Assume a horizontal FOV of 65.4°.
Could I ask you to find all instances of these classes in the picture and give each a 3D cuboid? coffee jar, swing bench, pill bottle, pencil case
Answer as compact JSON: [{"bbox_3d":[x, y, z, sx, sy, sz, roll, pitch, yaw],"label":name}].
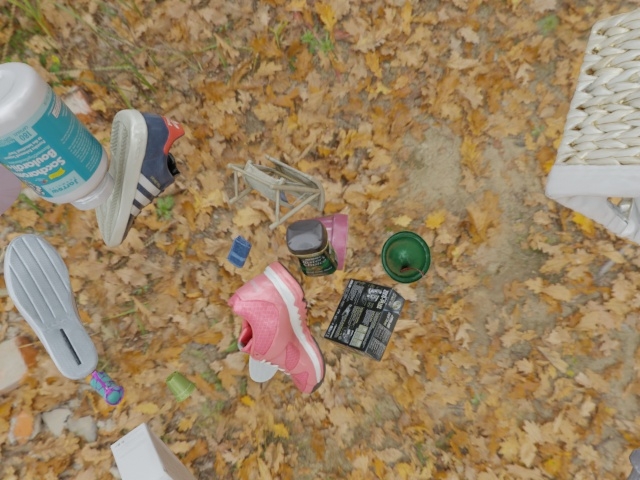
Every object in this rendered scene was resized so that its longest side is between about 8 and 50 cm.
[{"bbox_3d":[-0.019,0.020,1.165,0.096,0.184,0.079,-8,64,9],"label":"coffee jar"},{"bbox_3d":[-0.154,-0.189,1.765,0.254,0.165,0.253,-23,39,-39],"label":"swing bench"},{"bbox_3d":[-0.476,-0.163,0.871,0.146,0.264,0.146,-7,58,12],"label":"pill bottle"},{"bbox_3d":[-0.697,0.480,1.626,0.064,0.151,0.070,-44,125,-28],"label":"pencil case"}]

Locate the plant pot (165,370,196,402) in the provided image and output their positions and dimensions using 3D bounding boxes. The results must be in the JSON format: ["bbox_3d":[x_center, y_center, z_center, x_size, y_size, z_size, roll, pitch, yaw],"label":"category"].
[{"bbox_3d":[-0.470,0.478,1.654,0.083,0.083,0.079,-37,105,-6],"label":"plant pot"}]

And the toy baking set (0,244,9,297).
[{"bbox_3d":[-1.003,0.091,1.609,0.030,0.256,0.197,23,106,43],"label":"toy baking set"}]

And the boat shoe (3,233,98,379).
[{"bbox_3d":[-0.538,0.137,0.983,0.109,0.094,0.303,-23,94,-38],"label":"boat shoe"}]

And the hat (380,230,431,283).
[{"bbox_3d":[0.238,0.059,1.557,0.208,0.183,0.173,-30,78,35],"label":"hat"}]

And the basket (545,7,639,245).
[{"bbox_3d":[0.538,-0.130,0.640,0.328,0.331,0.267,17,85,-33],"label":"basket"}]

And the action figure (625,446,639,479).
[{"bbox_3d":[0.438,0.386,0.543,0.341,0.330,0.179,15,38,17],"label":"action figure"}]

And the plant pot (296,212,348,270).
[{"bbox_3d":[0.000,0.000,1.757,0.180,0.201,0.202,5,84,0],"label":"plant pot"}]

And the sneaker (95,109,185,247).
[{"bbox_3d":[-0.392,-0.122,1.102,0.148,0.350,0.131,-10,53,-44],"label":"sneaker"}]

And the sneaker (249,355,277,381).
[{"bbox_3d":[-0.181,0.309,1.669,0.108,0.169,0.293,9,103,-15],"label":"sneaker"}]

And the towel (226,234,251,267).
[{"bbox_3d":[-0.281,0.042,1.717,0.067,0.119,0.029,35,39,7],"label":"towel"}]

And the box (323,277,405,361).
[{"bbox_3d":[0.116,0.204,1.304,0.077,0.147,0.180,41,67,-41],"label":"box"}]

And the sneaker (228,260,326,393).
[{"bbox_3d":[-0.087,0.184,0.935,0.136,0.116,0.314,-27,126,-18],"label":"sneaker"}]

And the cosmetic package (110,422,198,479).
[{"bbox_3d":[-0.225,0.384,0.755,0.060,0.239,0.099,-34,43,-19],"label":"cosmetic package"}]

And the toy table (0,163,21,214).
[{"bbox_3d":[-0.830,-0.131,1.095,0.160,0.274,0.252,31,98,6],"label":"toy table"}]
